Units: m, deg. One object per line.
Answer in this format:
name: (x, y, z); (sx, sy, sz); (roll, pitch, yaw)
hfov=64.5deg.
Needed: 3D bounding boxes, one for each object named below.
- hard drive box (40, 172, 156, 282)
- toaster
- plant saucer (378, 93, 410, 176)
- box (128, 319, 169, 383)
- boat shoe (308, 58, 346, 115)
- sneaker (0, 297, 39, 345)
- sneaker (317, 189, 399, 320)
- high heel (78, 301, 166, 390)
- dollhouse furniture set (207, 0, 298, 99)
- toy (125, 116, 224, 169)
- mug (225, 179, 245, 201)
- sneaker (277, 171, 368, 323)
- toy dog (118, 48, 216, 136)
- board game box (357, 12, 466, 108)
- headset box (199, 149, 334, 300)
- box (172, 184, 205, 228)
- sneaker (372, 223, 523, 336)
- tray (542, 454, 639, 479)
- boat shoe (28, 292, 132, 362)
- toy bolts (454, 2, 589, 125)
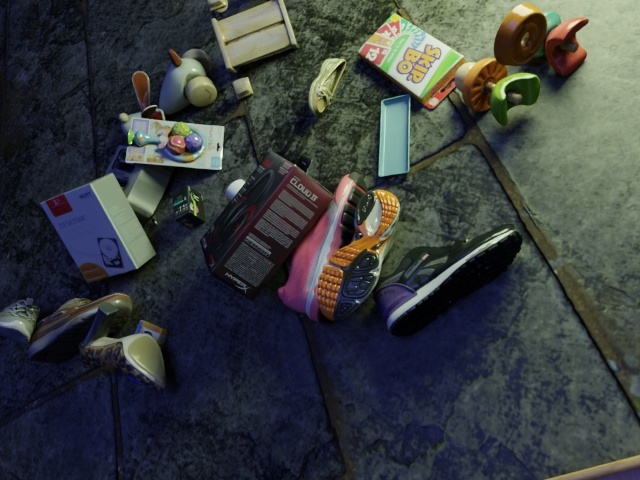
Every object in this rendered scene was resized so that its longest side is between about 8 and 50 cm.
hard drive box: (-0.554, -0.028, 1.274); (0.181, 0.232, 0.089); (-16, 19, 24)
toaster: (-0.498, -0.153, 1.367); (0.185, 0.110, 0.168); (16, 79, 33)
plant saucer: (0.161, -0.223, 1.086); (0.067, 0.018, 0.192); (-6, 66, 27)
box: (-0.418, 0.264, 1.198); (0.081, 0.028, 0.136); (12, 74, 32)
boat shoe: (0.017, -0.367, 1.205); (0.048, 0.056, 0.153); (8, 67, 36)
sneaker: (-0.808, 0.201, 1.349); (0.281, 0.105, 0.115); (-6, 54, 55)
sneaker: (0.084, 0.042, 0.949); (0.099, 0.121, 0.263); (21, 69, 23)
high heel: (-0.453, 0.290, 1.162); (0.261, 0.093, 0.186); (41, 116, 22)
dollhouse furniture set: (-0.122, -0.592, 1.386); (0.303, 0.174, 0.356); (-16, 92, 9)
toy: (-0.371, -0.258, 1.298); (0.237, 0.056, 0.137); (2, 67, -7)
mug: (-0.182, -0.097, 1.208); (0.062, 0.078, 0.064); (-35, 60, -28)
sneaker: (0.000, 0.000, 1.017); (0.136, 0.116, 0.314); (13, 77, 29)
toy dog: (-0.444, -0.412, 1.414); (0.334, 0.161, 0.220); (-48, 55, 3)
board game box: (0.204, -0.402, 1.129); (0.124, 0.039, 0.259); (-45, 58, 6)
headset box: (-0.112, -0.053, 1.055); (0.293, 0.110, 0.218); (-51, 25, 3)
box: (-0.331, -0.083, 1.273); (0.052, 0.062, 0.083); (-24, 60, 17)
sneaker: (0.211, 0.040, 0.899); (0.283, 0.107, 0.124); (-36, 51, 11)
tray: (0.419, 0.492, 0.610); (0.202, 0.076, 0.411); (-25, 61, 18)
boat shoe: (-0.613, 0.199, 1.280); (0.324, 0.123, 0.117); (-27, 57, 15)
toy bolts: (0.358, -0.367, 0.941); (0.228, 0.218, 0.158); (-35, 49, -9)
